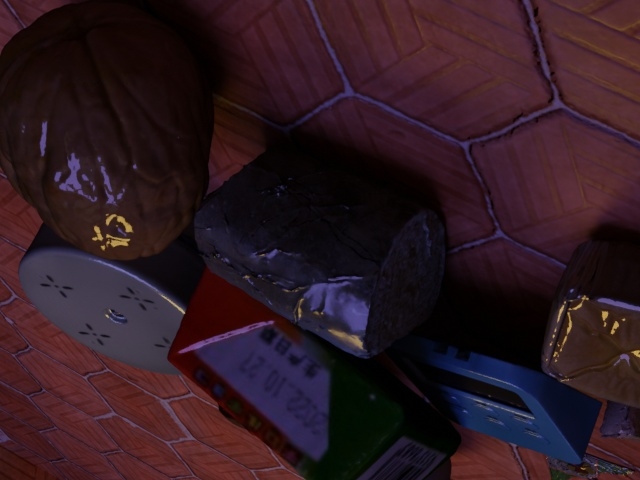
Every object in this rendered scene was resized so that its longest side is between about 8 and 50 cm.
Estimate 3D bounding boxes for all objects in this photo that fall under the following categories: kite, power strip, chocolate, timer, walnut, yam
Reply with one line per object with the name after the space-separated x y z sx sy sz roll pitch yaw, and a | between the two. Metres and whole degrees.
0.428 0.377 1.652 0.244 0.006 0.198 38 149 -8 | kite
-0.295 0.054 1.682 0.358 0.161 0.357 17 148 11 | power strip
-0.004 0.210 1.488 0.341 0.161 0.360 36 178 24 | chocolate
0.218 0.198 1.408 0.232 0.091 0.250 14 168 40 | timer
-0.261 -0.130 1.315 0.277 0.252 0.313 29 144 25 | walnut
-0.001 -0.003 1.336 0.271 0.202 0.201 21 117 24 | yam

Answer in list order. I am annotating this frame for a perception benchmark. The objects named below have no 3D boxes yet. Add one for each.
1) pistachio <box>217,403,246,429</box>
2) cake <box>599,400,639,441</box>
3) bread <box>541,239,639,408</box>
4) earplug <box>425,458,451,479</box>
-0.107 0.277 1.910 0.165 0.130 0.210 4 172 -40 | pistachio
0.434 0.245 1.435 0.121 0.065 0.052 21 156 -25 | cake
0.356 0.094 1.210 0.192 0.109 0.209 16 146 17 | bread
0.075 0.314 1.758 0.325 0.175 0.214 48 142 -7 | earplug
